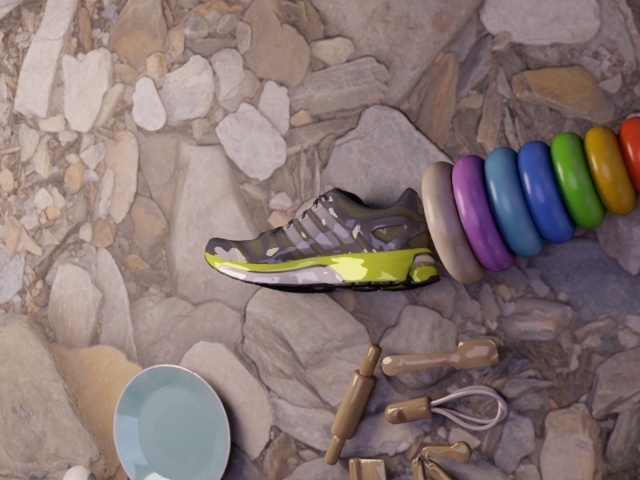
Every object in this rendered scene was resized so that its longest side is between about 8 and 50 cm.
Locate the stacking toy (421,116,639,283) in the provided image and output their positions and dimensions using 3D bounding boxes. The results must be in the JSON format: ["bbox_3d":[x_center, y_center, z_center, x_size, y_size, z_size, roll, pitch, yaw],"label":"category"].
[{"bbox_3d":[0.281,-0.061,1.097,0.330,0.141,0.141,-17,83,20],"label":"stacking toy"}]

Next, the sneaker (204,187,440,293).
[{"bbox_3d":[0.000,0.000,1.254,0.300,0.111,0.121,-1,81,21],"label":"sneaker"}]

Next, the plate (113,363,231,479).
[{"bbox_3d":[-0.195,0.257,1.389,0.188,0.024,0.188,0,91,27],"label":"plate"}]

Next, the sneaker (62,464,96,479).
[{"bbox_3d":[-0.263,0.443,1.399,0.152,0.114,0.305,-20,77,-1],"label":"sneaker"}]

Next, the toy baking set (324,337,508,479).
[{"bbox_3d":[0.114,0.214,1.235,0.197,0.030,0.256,21,100,22],"label":"toy baking set"}]
